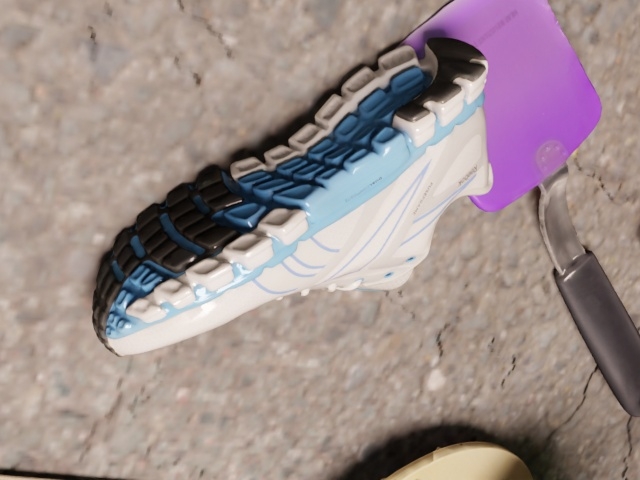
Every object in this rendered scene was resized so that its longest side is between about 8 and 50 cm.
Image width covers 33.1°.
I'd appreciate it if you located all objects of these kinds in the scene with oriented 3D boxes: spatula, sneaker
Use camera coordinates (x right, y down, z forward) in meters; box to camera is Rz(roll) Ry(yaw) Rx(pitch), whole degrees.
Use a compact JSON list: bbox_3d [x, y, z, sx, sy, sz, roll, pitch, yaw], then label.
[{"bbox_3d":[0.127,0.000,0.549,0.084,0.030,0.296,-40,128,-7],"label":"spatula"},{"bbox_3d":[0.000,0.000,0.436,0.190,0.071,0.083,-33,126,-14],"label":"sneaker"}]

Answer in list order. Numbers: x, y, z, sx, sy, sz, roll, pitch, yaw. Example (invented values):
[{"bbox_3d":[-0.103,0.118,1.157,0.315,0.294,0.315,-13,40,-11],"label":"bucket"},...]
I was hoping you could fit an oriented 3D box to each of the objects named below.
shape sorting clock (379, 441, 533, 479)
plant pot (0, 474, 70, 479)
[{"bbox_3d":[0.041,0.196,0.580,0.206,0.040,0.206,-22,132,-28],"label":"shape sorting clock"},{"bbox_3d":[-0.119,0.166,0.423,0.109,0.109,0.096,16,115,-38],"label":"plant pot"}]
